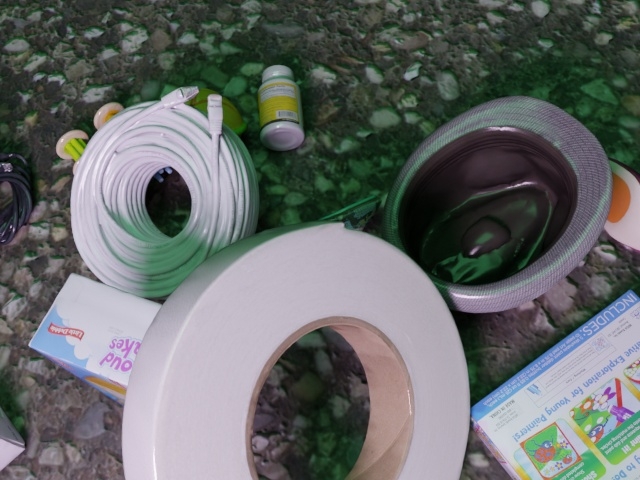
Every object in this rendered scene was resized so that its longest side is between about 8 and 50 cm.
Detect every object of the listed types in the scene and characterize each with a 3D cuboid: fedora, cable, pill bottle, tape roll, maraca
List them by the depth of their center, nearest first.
[{"bbox_3d":[-0.004,0.176,0.779,0.072,0.392,0.392,-2,55,53],"label":"tape roll"},{"bbox_3d":[0.211,-0.027,0.947,0.275,0.124,0.244,-47,64,-5],"label":"fedora"},{"bbox_3d":[-0.204,-0.053,1.013,0.257,0.089,0.257,-11,89,21],"label":"cable"},{"bbox_3d":[-0.193,-0.172,1.117,0.186,0.099,0.127,18,26,28],"label":"maraca"},{"bbox_3d":[-0.058,-0.193,1.126,0.065,0.065,0.116,-8,63,6],"label":"pill bottle"},{"bbox_3d":[-0.510,-0.048,1.145,0.184,0.047,0.150,-16,67,-2],"label":"cable"}]

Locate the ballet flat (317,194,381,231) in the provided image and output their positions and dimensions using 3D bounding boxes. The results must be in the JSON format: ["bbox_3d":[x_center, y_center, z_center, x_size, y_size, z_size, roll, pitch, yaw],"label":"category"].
[{"bbox_3d":[0.000,0.000,1.031,0.188,0.070,0.070,-21,62,1],"label":"ballet flat"}]

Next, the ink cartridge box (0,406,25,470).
[{"bbox_3d":[-0.489,0.265,0.961,0.191,0.082,0.139,-43,65,-10],"label":"ink cartridge box"}]

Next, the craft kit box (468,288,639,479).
[{"bbox_3d":[0.336,0.220,0.864,0.250,0.061,0.246,-34,61,-8],"label":"craft kit box"}]

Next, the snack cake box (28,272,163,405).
[{"bbox_3d":[-0.181,0.144,0.866,0.152,0.264,0.089,19,69,18],"label":"snack cake box"}]

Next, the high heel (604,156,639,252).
[{"bbox_3d":[0.438,-0.021,0.969,0.117,0.082,0.244,-5,42,-29],"label":"high heel"}]

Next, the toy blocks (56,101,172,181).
[{"bbox_3d":[-0.297,-0.119,1.134,0.123,0.054,0.148,-40,65,-12],"label":"toy blocks"}]
